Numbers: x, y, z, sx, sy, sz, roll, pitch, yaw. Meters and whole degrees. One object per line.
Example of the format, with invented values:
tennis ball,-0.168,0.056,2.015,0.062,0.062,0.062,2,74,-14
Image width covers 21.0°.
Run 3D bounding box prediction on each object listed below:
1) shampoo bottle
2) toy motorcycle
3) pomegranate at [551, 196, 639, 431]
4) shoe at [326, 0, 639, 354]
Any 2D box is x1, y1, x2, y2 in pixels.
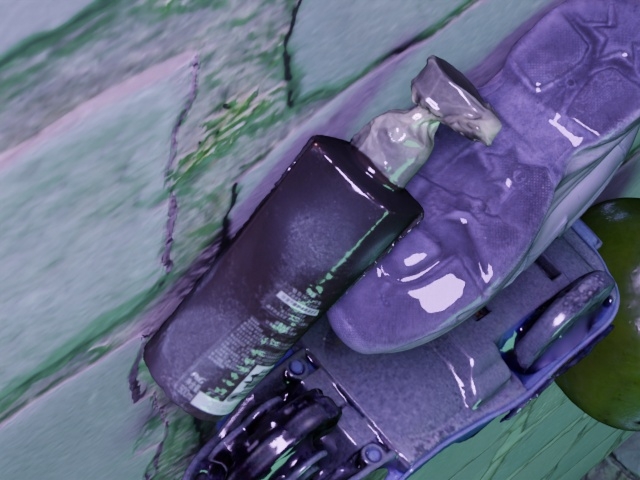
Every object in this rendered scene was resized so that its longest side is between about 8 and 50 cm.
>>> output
shampoo bottle,0.000,0.000,0.817,0.207,0.063,0.057,-48,164,19
toy motorcycle,0.043,0.096,1.055,0.359,0.125,0.212,-31,163,-36
pomegranate,0.222,0.059,1.326,0.225,0.187,0.187,-5,148,-21
shoe,0.092,-0.022,0.924,0.245,0.095,0.137,-44,162,-19
